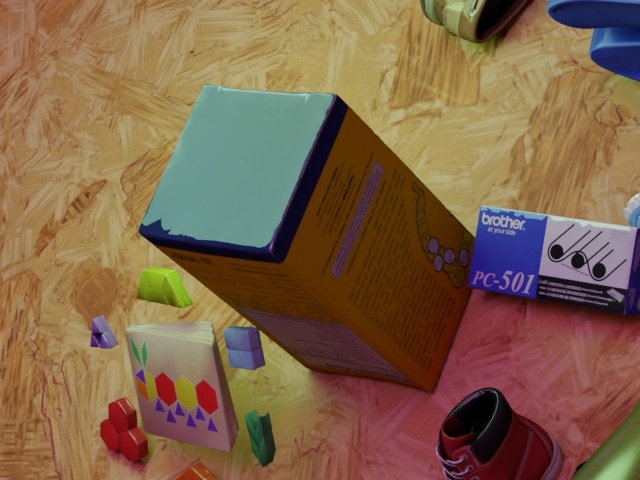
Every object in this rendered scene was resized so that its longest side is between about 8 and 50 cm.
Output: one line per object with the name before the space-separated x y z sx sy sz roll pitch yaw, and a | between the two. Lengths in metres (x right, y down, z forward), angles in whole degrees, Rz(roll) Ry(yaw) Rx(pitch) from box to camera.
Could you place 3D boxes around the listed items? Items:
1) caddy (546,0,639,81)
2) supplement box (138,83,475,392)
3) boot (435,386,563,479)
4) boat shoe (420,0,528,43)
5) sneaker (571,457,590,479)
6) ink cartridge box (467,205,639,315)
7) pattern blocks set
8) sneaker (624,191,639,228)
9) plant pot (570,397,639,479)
caddy | 0.418 -0.289 2.007 0.341 0.241 0.179 11 74 39
supplement box | 0.000 0.000 2.032 0.194 0.356 0.195 8 67 38
boot | 0.140 0.276 1.883 0.088 0.176 0.244 23 79 40
boat shoe | 0.269 -0.374 2.261 0.324 0.122 0.120 -50 51 9
sneaker | 0.309 0.240 1.833 0.234 0.078 0.106 -51 35 22
ink cartridge box | 0.267 0.022 2.025 0.207 0.046 0.097 10 92 39
pattern blocks set | -0.166 0.169 2.148 0.325 0.026 0.285 16 117 45
sneaker | 0.416 -0.045 1.985 0.162 0.063 0.073 -36 61 21
plant pot | 0.295 0.292 1.384 0.366 0.366 0.353 8 56 38
